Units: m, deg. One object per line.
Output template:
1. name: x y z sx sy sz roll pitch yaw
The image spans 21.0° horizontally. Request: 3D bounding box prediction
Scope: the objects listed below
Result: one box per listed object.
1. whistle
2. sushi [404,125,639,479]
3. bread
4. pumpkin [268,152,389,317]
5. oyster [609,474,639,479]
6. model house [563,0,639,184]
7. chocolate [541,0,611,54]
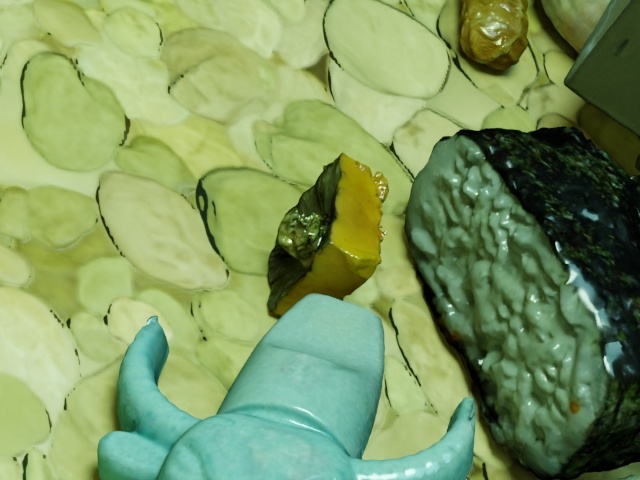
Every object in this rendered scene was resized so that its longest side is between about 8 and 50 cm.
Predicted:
1. whistle: -0.025 0.121 0.857 0.186 0.093 0.274 13 40 10
2. sushi: 0.147 0.029 1.021 0.127 0.124 0.225 -2 50 -32
3. bread: 0.127 -0.185 1.249 0.052 0.044 0.157 28 45 -22
4. pumpkin: 0.000 0.000 0.986 0.054 0.074 0.083 27 42 -20
5. oyster: 0.111 0.211 0.877 0.268 0.112 0.198 -12 42 -32
6. model house: 0.272 -0.084 1.115 0.211 0.243 0.204 34 9 -2
7. chocolate: 0.292 -0.137 1.269 0.309 0.134 0.134 33 43 -4
